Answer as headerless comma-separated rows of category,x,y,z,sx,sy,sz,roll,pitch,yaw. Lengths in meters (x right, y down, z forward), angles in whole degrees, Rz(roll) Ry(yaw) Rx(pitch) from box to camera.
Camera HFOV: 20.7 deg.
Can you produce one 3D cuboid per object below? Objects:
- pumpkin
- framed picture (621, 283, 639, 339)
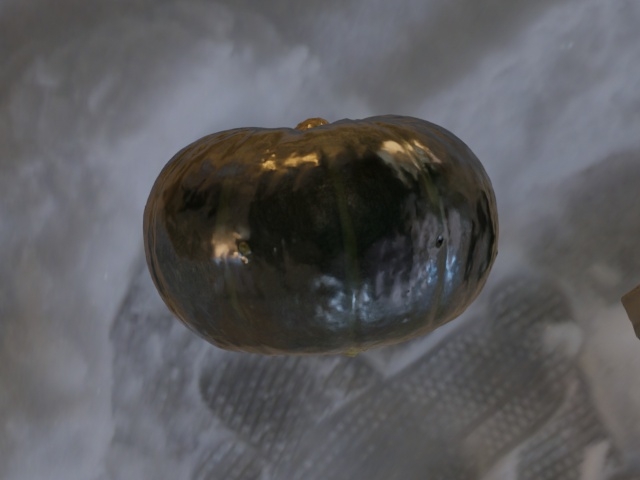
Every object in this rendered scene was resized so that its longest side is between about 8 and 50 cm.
pumpkin,0.000,0.000,1.474,0.300,0.300,0.207,-8,100,-14
framed picture,0.317,-0.037,0.698,0.335,0.247,0.022,-7,68,-27
